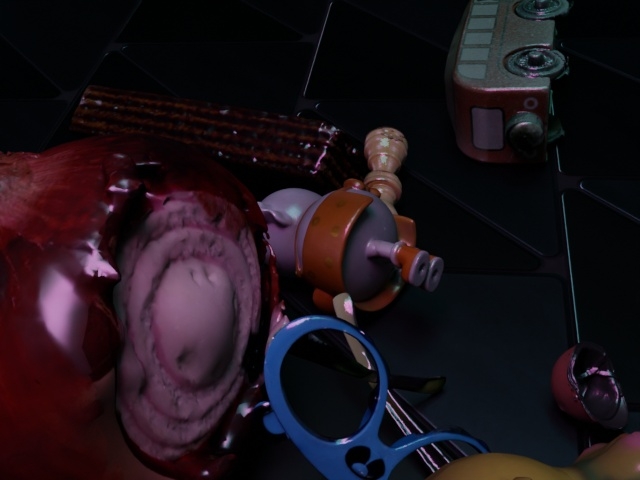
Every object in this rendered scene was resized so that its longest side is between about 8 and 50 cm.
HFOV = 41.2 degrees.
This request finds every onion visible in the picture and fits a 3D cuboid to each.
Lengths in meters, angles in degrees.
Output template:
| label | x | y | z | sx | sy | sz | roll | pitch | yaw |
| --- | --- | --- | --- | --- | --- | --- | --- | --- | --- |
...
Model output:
| label | x | y | z | sx | sy | sz | roll | pitch | yaw |
| --- | --- | --- | --- | --- | --- | --- | --- | --- | --- |
| onion | -0.193 | 0.076 | 0.726 | 0.341 | 0.341 | 0.341 | -4 | 41 | 3 |

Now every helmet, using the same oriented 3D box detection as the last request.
| label | x | y | z | sx | sy | sz | roll | pitch | yaw |
| --- | --- | --- | --- | --- | --- | --- | --- | --- | --- |
| helmet | 0.238 | 0.138 | 0.775 | 0.065 | 0.049 | 0.084 | 6 | 61 | -35 |

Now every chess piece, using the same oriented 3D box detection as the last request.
| label | x | y | z | sx | sy | sz | roll | pitch | yaw |
| --- | --- | --- | --- | --- | --- | --- | --- | --- | --- |
| chess piece | 0.074 | -0.064 | 1.026 | 0.060 | 0.060 | 0.172 | 2 | 45 | 9 |

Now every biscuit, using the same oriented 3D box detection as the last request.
| label | x | y | z | sx | sy | sz | roll | pitch | yaw |
| --- | --- | --- | --- | --- | --- | --- | --- | --- | --- |
| biscuit | -0.131 | -0.116 | 1.045 | 0.388 | 0.107 | 0.073 | 12 | 74 | 27 |

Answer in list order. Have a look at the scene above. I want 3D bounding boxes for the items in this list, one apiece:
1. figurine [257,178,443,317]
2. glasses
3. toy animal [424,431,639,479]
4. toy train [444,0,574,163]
| label | x | y | z | sx | sy | sz | roll | pitch | yaw |
| --- | --- | --- | --- | --- | --- | --- | --- | --- | --- |
| figurine | 0.006 | -0.008 | 0.911 | 0.143 | 0.143 | 0.271 | -32 | 48 | -26 |
| glasses | 0.058 | 0.120 | 0.726 | 0.102 | 0.239 | 0.207 | -37 | 20 | 33 |
| toy animal | 0.154 | 0.236 | 0.573 | 0.338 | 0.216 | 0.191 | -6 | 74 | -7 |
| toy train | 0.253 | -0.226 | 1.137 | 0.159 | 0.129 | 0.326 | 1 | 41 | 17 |
